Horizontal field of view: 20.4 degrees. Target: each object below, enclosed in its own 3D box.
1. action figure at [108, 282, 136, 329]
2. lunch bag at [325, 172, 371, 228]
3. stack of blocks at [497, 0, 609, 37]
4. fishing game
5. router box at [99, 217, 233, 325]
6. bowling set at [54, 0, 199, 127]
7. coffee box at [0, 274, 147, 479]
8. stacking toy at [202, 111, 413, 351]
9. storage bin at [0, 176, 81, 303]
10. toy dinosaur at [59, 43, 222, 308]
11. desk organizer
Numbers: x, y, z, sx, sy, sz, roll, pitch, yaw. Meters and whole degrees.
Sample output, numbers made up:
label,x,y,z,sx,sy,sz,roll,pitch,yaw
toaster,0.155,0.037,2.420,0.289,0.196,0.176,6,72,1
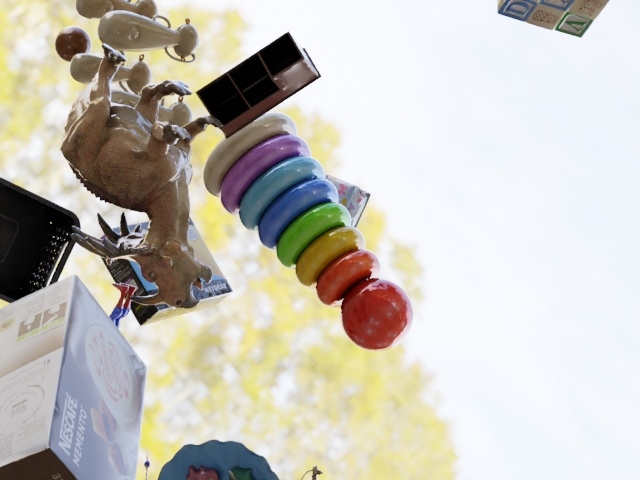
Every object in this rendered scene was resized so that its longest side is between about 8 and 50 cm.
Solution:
label,x,y,z,sx,sy,sz,roll,pitch,yaw
action figure,-0.228,0.102,1.912,0.030,0.115,0.038,15,2,11
lunch bag,0.016,-0.041,2.375,0.071,0.083,0.053,24,0,34
stack of blocks,0.366,-0.393,2.302,0.171,0.087,0.297,15,-36,-15
fishing game,-0.135,0.353,2.351,0.264,0.041,0.189,11,-70,8
router box,-0.214,0.038,2.435,0.046,0.179,0.133,-38,-103,30
bowling set,-0.275,-0.294,2.551,0.200,0.154,0.287,15,-82,55
coffee box,-0.243,0.170,1.658,0.141,0.098,0.246,56,19,-31
stacking toy,0.000,0.000,2.190,0.330,0.141,0.141,50,-19,19
storage bin,-0.373,-0.010,1.964,0.180,0.122,0.084,27,-6,-30
toy dinosaur,-0.216,-0.079,1.920,0.127,0.200,0.295,14,28,-53
desk organizer,-0.071,-0.175,1.994,0.047,0.130,0.050,61,9,28
